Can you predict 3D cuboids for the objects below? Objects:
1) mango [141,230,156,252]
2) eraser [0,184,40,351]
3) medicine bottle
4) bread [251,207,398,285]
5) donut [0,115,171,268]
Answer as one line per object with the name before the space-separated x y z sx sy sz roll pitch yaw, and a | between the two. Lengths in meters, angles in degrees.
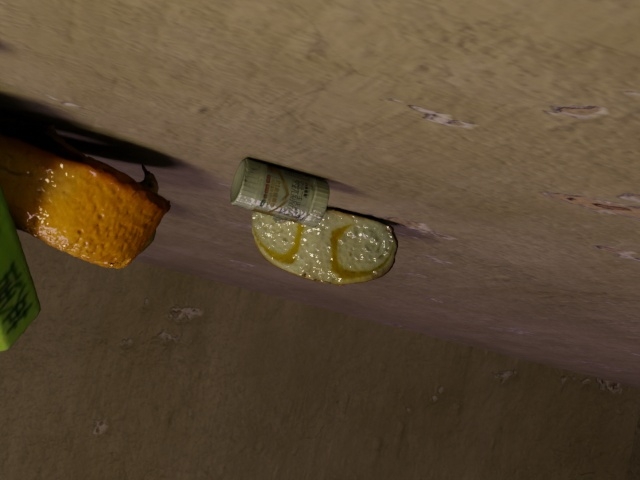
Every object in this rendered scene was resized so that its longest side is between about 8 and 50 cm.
mango | -0.297 -0.038 1.839 0.137 0.091 0.237 3 163 33
eraser | -0.377 -0.028 1.380 0.210 0.092 0.274 30 152 15
medicine bottle | -0.038 -0.043 1.366 0.083 0.047 0.047 16 174 -17
bread | 0.000 0.000 1.600 0.157 0.083 0.094 13 -174 -6
donut | -0.276 -0.060 1.504 0.253 0.118 0.253 27 179 0
